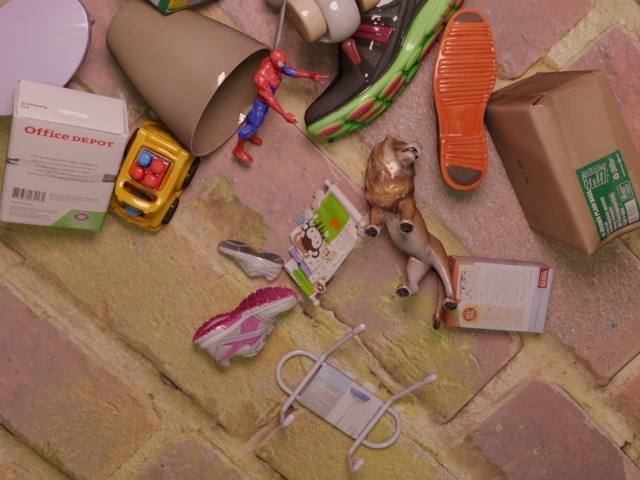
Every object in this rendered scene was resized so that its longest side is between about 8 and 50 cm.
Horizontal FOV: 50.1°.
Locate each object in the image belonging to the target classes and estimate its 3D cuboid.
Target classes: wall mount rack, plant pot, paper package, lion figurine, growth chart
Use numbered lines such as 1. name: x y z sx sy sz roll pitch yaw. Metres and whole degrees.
1. wall mount rack: 0.080 0.347 1.557 0.350 0.130 0.304 35 96 -11
2. plant pot: -0.277 -0.349 1.349 0.274 0.256 0.257 37 96 5
3. paper package: 0.496 -0.171 1.399 0.168 0.309 0.325 -26 103 1
4. lion figurine: 0.196 -0.020 1.484 0.142 0.240 0.392 -13 120 19
5. growth chart: 0.000 0.000 1.485 0.172 0.021 0.237 43 110 32

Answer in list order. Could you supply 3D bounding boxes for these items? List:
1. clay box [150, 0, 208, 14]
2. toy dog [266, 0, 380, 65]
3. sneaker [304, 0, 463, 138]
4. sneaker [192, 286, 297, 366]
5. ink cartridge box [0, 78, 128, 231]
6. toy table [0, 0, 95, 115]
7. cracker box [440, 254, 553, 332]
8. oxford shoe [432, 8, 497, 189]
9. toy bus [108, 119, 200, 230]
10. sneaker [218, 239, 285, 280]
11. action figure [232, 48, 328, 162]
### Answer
1. clay box: -0.267 -0.519 1.329 0.127 0.222 0.053 43 130 4
2. toy dog: 0.002 -0.415 1.264 0.220 0.334 0.161 -20 121 8
3. sneaker: 0.115 -0.417 1.410 0.202 0.185 0.483 38 95 10
4. sneaker: -0.154 0.193 1.529 0.252 0.103 0.111 -29 106 8
5. ink cartridge box: -0.501 -0.156 1.326 0.198 0.115 0.273 7 135 -26
6. toy table: -0.552 -0.362 1.348 0.274 0.161 0.252 -33 102 3
7. cracker box: 0.403 0.123 1.572 0.232 0.067 0.156 5 101 -5
8. oxford shoe: 0.290 -0.296 1.445 0.129 0.133 0.364 2 104 0
9. toy bus: -0.349 -0.120 1.388 0.149 0.211 0.220 27 99 -11
10. sneaker: -0.159 0.047 1.517 0.152 0.054 0.061 22 116 -4
11. action figure: -0.082 -0.259 1.358 0.138 0.280 0.092 20 54 -3
